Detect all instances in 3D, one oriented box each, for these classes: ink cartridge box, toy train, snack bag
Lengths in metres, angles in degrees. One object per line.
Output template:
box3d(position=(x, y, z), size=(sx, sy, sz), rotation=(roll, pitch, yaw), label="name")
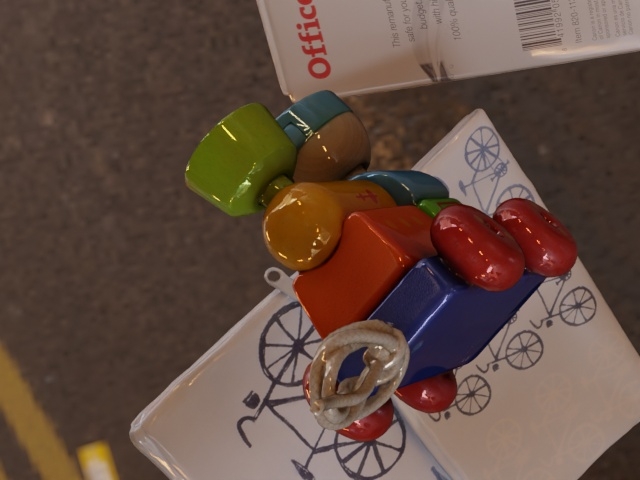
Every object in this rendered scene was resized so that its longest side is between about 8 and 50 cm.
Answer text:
box3d(position=(0.093, -0.230, 1.360), size=(0.117, 0.283, 0.207), rotation=(-86, -16, -52), label="ink cartridge box")
box3d(position=(0.000, 0.000, 0.768), size=(0.143, 0.248, 0.105), rotation=(44, 107, 14), label="toy train")
box3d(position=(0.063, 0.125, 1.355), size=(0.323, 0.342, 0.037), rotation=(55, 169, -32), label="snack bag")
